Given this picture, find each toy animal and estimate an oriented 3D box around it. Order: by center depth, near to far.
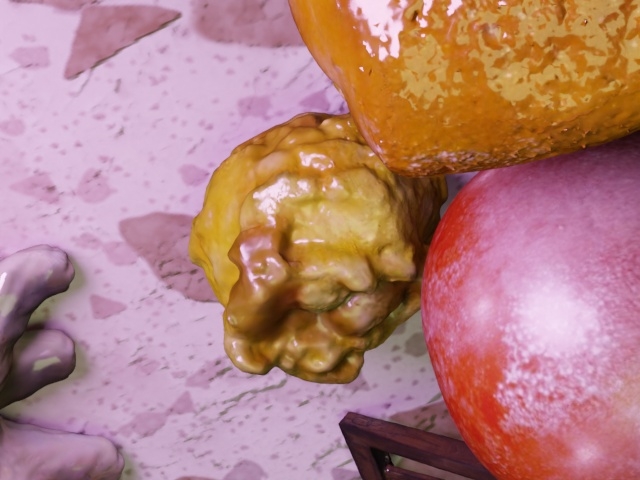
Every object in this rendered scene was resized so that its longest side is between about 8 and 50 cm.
[{"bbox_3d":[-0.252,0.166,1.333,0.266,0.188,0.308,32,120,-20],"label":"toy animal"}]

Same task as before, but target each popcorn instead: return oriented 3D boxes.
[{"bbox_3d":[0.003,0.004,1.262,0.198,0.155,0.197,-11,124,-17],"label":"popcorn"}]

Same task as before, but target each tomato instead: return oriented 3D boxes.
[{"bbox_3d":[0.202,0.044,1.178,0.270,0.270,0.227,15,142,-21],"label":"tomato"}]

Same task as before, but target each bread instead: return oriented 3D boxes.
[{"bbox_3d":[0.126,-0.216,0.997,0.337,0.328,0.148,-14,173,9],"label":"bread"}]

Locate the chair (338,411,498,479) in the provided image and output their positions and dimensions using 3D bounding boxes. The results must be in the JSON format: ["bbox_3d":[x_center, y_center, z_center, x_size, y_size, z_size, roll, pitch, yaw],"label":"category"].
[{"bbox_3d":[0.265,0.179,1.440,0.240,0.416,0.203,-49,136,-29],"label":"chair"}]
